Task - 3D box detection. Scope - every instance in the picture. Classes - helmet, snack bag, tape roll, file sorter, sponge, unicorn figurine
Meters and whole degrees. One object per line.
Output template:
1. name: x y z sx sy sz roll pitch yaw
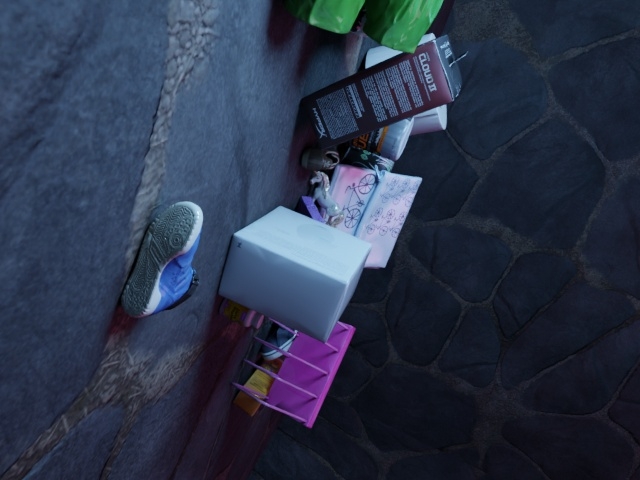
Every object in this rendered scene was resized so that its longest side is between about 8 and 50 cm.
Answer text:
1. helmet: 0.141 -0.247 1.375 0.170 0.161 0.169 -58 -164 29
2. snack bag: 0.120 -0.058 1.343 0.342 0.037 0.323 5 115 -40
3. tape roll: 0.233 -0.405 1.247 0.246 0.168 0.247 -5 90 -67
4. file sorter: -0.083 0.319 1.294 0.182 0.202 0.291 38 70 -35
5. sponge: -0.019 -0.004 1.127 0.210 0.031 0.117 -117 -145 -48
6. unicorn figurine: 0.002 -0.104 1.202 0.111 0.162 0.060 -42 -172 23

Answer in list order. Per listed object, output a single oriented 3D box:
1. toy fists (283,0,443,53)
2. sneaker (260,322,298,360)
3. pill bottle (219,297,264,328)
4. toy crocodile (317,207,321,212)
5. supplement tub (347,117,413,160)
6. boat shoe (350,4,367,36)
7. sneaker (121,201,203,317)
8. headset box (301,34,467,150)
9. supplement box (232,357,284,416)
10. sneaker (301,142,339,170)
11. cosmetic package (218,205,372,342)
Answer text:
1. toy fists: 0.075 -0.370 0.661 0.279 0.096 0.142 -3 139 -39
2. sneaker: -0.084 0.240 1.504 0.321 0.128 0.126 -39 -164 -21
3. pill bottle: -0.156 0.144 0.927 0.043 0.083 0.044 23 90 -81
4. toy crocodile: 0.000 0.000 1.395 0.115 0.105 0.341 28 84 -81
5. supplement tub: 0.118 -0.276 1.125 0.117 0.190 0.117 23 90 -80
6. boat shoe: 0.120 -0.470 0.847 0.158 0.127 0.340 -65 172 33
7. sneaker: -0.178 0.024 0.578 0.152 0.058 0.084 -63 165 5
8. headset box: 0.142 -0.296 0.910 0.110 0.293 0.218 66 29 -17
9. supplement box: -0.186 0.451 1.487 0.080 0.078 0.233 -58 175 18
10. sneaker: 0.014 -0.190 1.099 0.188 0.071 0.066 -46 151 -65
11. cosmetic package: -0.041 0.055 0.922 0.224 0.223 0.138 -42 154 -67
